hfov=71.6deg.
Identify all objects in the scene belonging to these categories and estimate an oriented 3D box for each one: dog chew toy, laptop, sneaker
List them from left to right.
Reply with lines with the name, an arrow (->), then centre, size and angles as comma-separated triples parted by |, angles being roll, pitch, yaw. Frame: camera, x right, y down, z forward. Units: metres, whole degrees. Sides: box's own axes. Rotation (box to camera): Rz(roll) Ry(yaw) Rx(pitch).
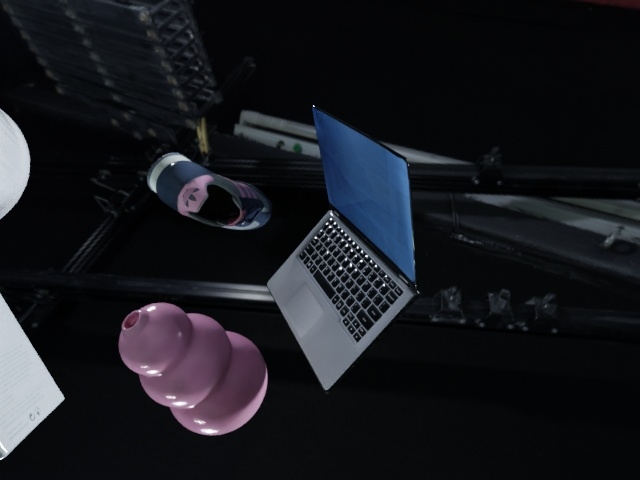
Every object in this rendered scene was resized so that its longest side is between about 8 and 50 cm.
dog chew toy -> -0.247, 0.237, 0.857 | 0.207, 0.332, 0.206 | -18, -137, 18
sneaker -> -0.176, -0.058, 0.855 | 0.131, 0.319, 0.112 | 38, -79, 28
laptop -> 0.000, 0.000, 0.897 | 0.408, 0.236, 0.382 | -49, -144, 7

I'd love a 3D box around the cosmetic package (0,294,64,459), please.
cosmetic package -> -0.474, 0.165, 0.500 | 0.224, 0.138, 0.224 | -26, -81, -2

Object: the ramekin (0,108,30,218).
ramekin -> -0.624, -0.143, 0.682 | 0.277, 0.135, 0.277 | 5, -104, -19
